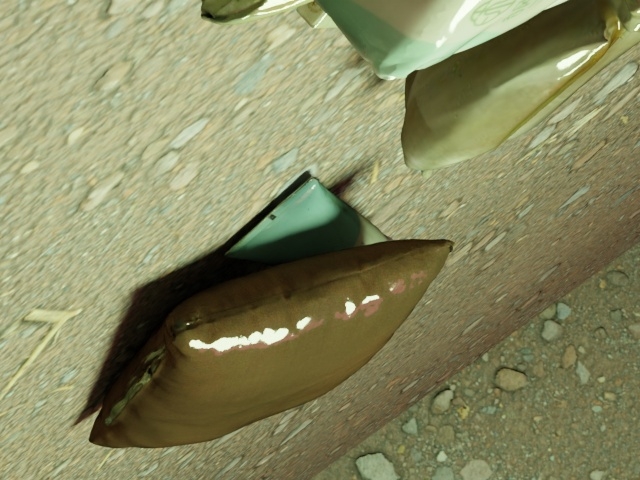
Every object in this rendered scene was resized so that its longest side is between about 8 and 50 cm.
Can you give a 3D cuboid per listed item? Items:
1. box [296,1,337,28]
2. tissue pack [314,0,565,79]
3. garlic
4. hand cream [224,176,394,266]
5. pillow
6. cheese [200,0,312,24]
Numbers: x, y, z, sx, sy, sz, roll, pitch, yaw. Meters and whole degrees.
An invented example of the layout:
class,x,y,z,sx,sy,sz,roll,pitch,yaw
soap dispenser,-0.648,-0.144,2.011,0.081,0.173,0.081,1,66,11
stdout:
class,x,y,z,sx,sy,sz,roll,pitch,yaw
box,0.060,-0.216,1.322,0.167,0.024,0.090,-45,167,23
tissue pack,0.141,-0.281,0.961,0.266,0.194,0.356,-30,164,-39
garlic,0.189,-0.175,1.519,0.279,0.132,0.325,-31,-179,-42
hand cream,0.000,0.000,1.832,0.111,0.070,0.312,-40,159,8
pillow,-0.052,0.105,1.805,0.305,0.108,0.308,-16,163,-29
cheese,0.040,-0.202,1.160,0.235,0.050,0.127,-11,146,-23
